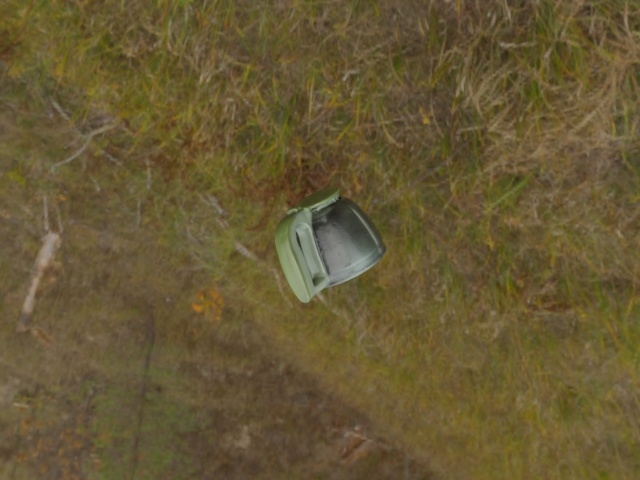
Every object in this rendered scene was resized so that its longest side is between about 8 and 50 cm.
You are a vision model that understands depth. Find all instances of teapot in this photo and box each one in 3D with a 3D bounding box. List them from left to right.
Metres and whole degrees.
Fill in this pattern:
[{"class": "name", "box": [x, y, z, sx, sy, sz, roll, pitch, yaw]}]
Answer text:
[{"class": "teapot", "box": [0.008, -0.004, 0.709, 0.092, 0.124, 0.091, -25, 102, 9]}]
